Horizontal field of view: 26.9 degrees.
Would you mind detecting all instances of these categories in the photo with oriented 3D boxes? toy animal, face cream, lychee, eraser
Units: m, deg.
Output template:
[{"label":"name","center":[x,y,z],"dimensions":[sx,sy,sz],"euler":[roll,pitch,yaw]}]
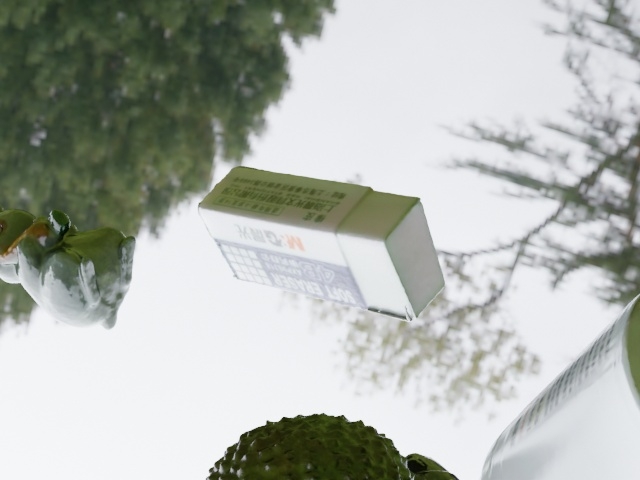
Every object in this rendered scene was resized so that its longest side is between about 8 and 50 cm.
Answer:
[{"label":"toy animal","center":[-0.324,0.022,1.496],"dimensions":[0.236,0.138,0.108],"euler":[9,-156,23]},{"label":"face cream","center":[0.185,0.172,0.906],"dimensions":[0.145,0.369,0.145],"euler":[9,-124,-13]},{"label":"lychee","center":[-0.009,0.205,1.025],"dimensions":[0.171,0.171,0.171],"euler":[14,-163,-4]},{"label":"eraser","center":[0.000,0.000,1.524],"dimensions":[0.287,0.130,0.086],"euler":[12,-134,40]}]

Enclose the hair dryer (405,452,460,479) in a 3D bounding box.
[{"label":"hair dryer","center":[0.035,0.262,1.197],"dimensions":[0.272,0.091,0.235],"euler":[19,-155,-23]}]
